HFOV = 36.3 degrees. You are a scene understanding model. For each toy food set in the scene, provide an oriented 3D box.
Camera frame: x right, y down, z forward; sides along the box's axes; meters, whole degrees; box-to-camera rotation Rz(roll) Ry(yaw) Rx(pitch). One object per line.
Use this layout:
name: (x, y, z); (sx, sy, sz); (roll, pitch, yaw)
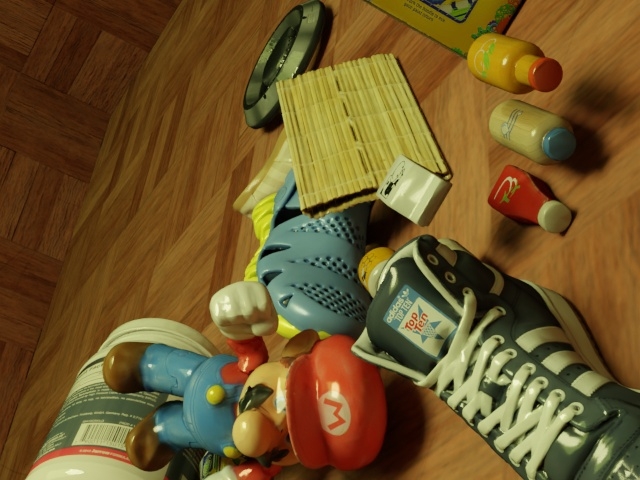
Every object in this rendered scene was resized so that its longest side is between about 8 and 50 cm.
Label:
toy food set: (0.125, -0.036, 0.761); (0.232, 0.111, 0.104); (-60, 21, 8)

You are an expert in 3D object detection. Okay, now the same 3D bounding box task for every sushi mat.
sushi mat: (0.037, -0.126, 1.071); (0.316, 0.151, 0.019); (-102, -3, -57)

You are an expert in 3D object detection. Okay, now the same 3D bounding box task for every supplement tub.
supplement tub: (-0.217, 0.239, 1.137); (0.191, 0.191, 0.272); (-51, 14, 33)

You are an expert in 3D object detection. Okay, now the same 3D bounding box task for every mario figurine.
mario figurine: (-0.085, 0.152, 0.867); (0.320, 0.198, 0.170); (-9, 46, 42)

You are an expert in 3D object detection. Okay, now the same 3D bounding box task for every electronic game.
electronic game: (-0.059, -0.282, 1.563); (0.229, 0.048, 0.229); (-51, 23, 32)

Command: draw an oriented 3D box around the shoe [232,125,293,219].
shoe: (-0.036, -0.111, 1.325); (0.219, 0.058, 0.076); (-52, -7, 21)

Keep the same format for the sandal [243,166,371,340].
sandal: (0.000, 0.000, 1.020); (0.138, 0.126, 0.317); (-52, 26, 22)

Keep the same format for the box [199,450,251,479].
box: (-0.084, 0.270, 1.000); (0.054, 0.059, 0.169); (-62, 21, 18)

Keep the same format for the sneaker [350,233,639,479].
sneaker: (0.114, 0.089, 0.592); (0.099, 0.153, 0.282); (-60, 21, 16)

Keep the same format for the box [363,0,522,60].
box: (0.130, -0.377, 1.033); (0.279, 0.177, 0.290); (-59, 21, 17)
